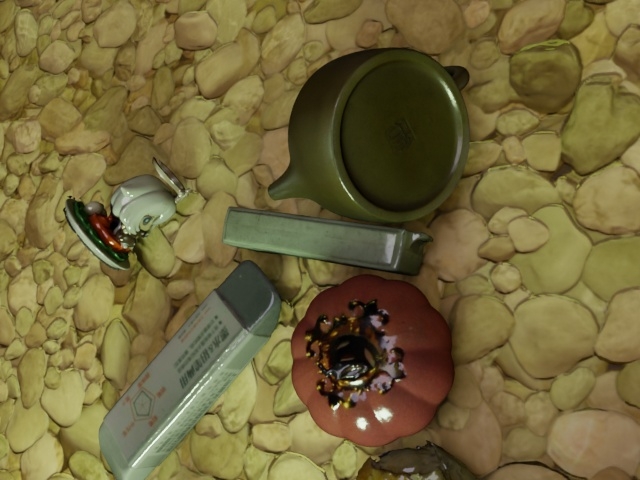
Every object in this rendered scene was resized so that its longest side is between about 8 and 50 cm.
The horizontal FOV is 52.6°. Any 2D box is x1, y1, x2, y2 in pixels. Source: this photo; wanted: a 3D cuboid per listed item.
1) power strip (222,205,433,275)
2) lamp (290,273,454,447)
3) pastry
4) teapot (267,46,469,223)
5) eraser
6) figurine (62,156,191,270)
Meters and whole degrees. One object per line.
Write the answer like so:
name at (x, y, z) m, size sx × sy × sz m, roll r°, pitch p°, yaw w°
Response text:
power strip at (0.000, 0.000, 0.775) m, size 0.272 × 0.078 × 0.052 m, roll 9°, pitch 87°, yaw 29°
lamp at (0.049, 0.123, 0.682) m, size 0.182 × 0.140 × 0.182 m, roll -8°, pitch 69°, yaw 22°
pastry at (0.099, 0.281, 0.647) m, size 0.153 × 0.081 × 0.153 m, roll -3°, pitch 84°, yaw 26°
teapot at (0.055, -0.125, 0.738) m, size 0.267 × 0.186 × 0.175 m, roll -38°, pitch 26°, yaw -19°
eraser at (-0.173, 0.177, 0.828) m, size 0.352 × 0.061 × 0.089 m, roll -48°, pitch 60°, yaw 8°
figurine at (-0.263, -0.051, 0.914) m, size 0.153 × 0.132 × 0.132 m, roll -39°, pitch 62°, yaw -1°
